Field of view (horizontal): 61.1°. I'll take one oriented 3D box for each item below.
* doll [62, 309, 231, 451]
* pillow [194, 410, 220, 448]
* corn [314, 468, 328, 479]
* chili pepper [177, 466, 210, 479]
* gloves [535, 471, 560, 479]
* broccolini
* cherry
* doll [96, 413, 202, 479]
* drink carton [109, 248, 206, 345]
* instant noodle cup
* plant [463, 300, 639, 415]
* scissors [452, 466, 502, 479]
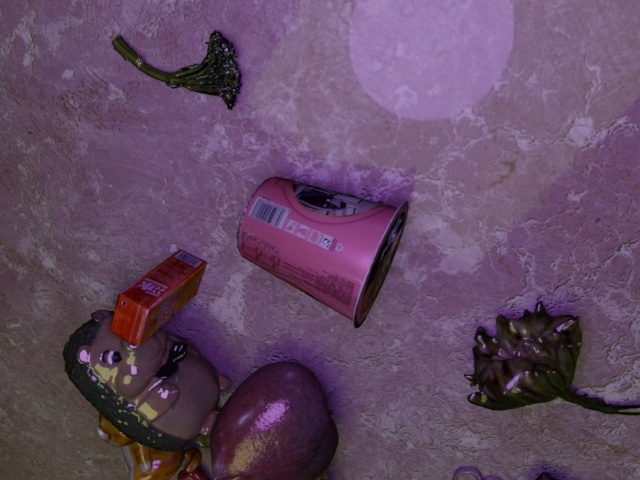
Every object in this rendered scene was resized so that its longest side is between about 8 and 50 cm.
[{"bbox_3d":[-0.361,0.285,1.140,0.349,0.247,0.247,39,118,-21],"label":"doll"},{"bbox_3d":[-0.210,0.475,1.319,0.217,0.033,0.130,12,113,10],"label":"pillow"},{"bbox_3d":[-0.073,0.557,1.292,0.211,0.087,0.087,-28,102,30],"label":"corn"},{"bbox_3d":[-0.322,0.639,1.403,0.073,0.070,0.123,-18,109,39],"label":"chili pepper"},{"bbox_3d":[0.560,0.572,1.111,0.285,0.119,0.142,16,147,5],"label":"gloves"},{"bbox_3d":[-0.261,-0.339,0.984,0.271,0.062,0.123,22,107,9],"label":"broccolini"},{"bbox_3d":[-0.094,0.394,1.126,0.221,0.307,0.261,17,130,55],"label":"cherry"},{"bbox_3d":[-0.433,0.468,1.312,0.166,0.162,0.270,3,126,55],"label":"doll"},{"bbox_3d":[-0.320,0.108,1.089,0.071,0.223,0.096,27,116,5],"label":"drink carton"},{"bbox_3d":[0.000,0.000,0.970,0.255,0.244,0.244,22,117,16],"label":"instant noodle cup"},{"bbox_3d":[0.428,0.282,0.988,0.333,0.180,0.251,46,127,-10],"label":"plant"},{"bbox_3d":[0.331,0.617,1.226,0.118,0.030,0.242,18,112,8],"label":"scissors"}]
